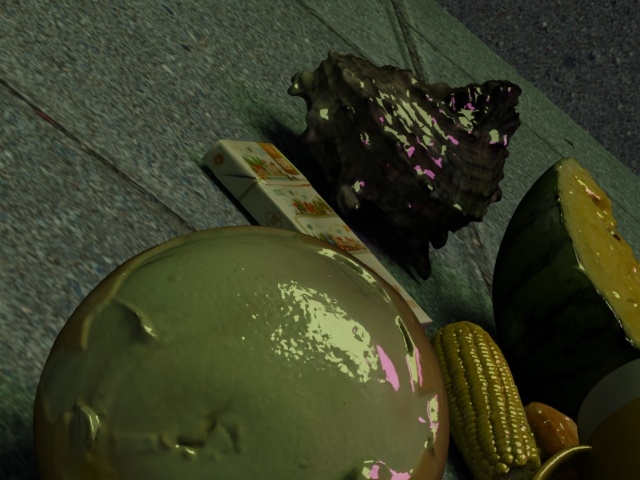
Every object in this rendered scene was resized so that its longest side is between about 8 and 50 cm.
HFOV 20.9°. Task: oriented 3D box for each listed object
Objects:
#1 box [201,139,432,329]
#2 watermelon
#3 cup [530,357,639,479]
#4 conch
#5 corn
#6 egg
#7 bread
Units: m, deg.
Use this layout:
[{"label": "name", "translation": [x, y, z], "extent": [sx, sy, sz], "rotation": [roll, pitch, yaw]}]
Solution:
[{"label": "box", "translation": [-0.001, 0.001, 1.497], "extent": [0.220, 0.032, 0.122], "rotation": [47, 16, 14]}, {"label": "watermelon", "translation": [0.277, 0.101, 1.652], "extent": [0.331, 0.189, 0.330], "rotation": [32, 34, -24]}, {"label": "cup", "translation": [0.261, 0.207, 1.311], "extent": [0.241, 0.185, 0.226], "rotation": [8, 41, -13]}, {"label": "conch", "translation": [0.075, -0.100, 1.738], "extent": [0.241, 0.186, 0.313], "rotation": [39, 34, 17]}, {"label": "corn", "translation": [0.131, 0.134, 1.414], "extent": [0.067, 0.067, 0.206], "rotation": [35, 18, -28]}, {"label": "egg", "translation": [-0.034, 0.093, 0.883], "extent": [0.201, 0.201, 0.244], "rotation": [47, 4, 12]}, {"label": "bread", "translation": [0.203, 0.197, 1.456], "extent": [0.074, 0.053, 0.132], "rotation": [25, 27, -47]}]
